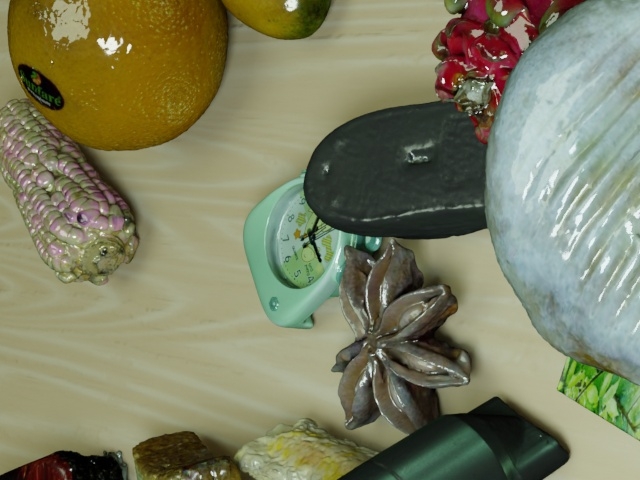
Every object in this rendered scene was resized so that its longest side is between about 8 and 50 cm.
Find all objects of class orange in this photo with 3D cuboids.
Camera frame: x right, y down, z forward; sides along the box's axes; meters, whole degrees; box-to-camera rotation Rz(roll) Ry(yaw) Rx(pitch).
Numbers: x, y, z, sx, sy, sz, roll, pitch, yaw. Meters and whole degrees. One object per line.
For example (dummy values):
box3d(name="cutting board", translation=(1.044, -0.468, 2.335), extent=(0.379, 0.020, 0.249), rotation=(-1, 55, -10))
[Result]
box3d(name="orange", translation=(-0.236, -0.242, 1.984), extent=(0.274, 0.274, 0.274), rotation=(-10, 76, 46))

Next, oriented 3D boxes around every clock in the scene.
box3d(name="clock", translation=(-0.001, 0.000, 1.835), extent=(0.188, 0.060, 0.148), rotation=(-37, 57, 37))

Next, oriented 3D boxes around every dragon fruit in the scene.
box3d(name="dragon fruit", translation=(0.233, -0.196, 1.503), extent=(0.273, 0.218, 0.198), rotation=(-33, 19, 35))

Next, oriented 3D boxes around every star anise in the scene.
box3d(name="star anise", translation=(0.083, 0.106, 1.706), extent=(0.197, 0.073, 0.212), rotation=(21, 108, 47))

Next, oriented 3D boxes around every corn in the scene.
box3d(name="corn", translation=(-0.343, -0.071, 2.178), extent=(0.335, 0.126, 0.127), rotation=(51, 120, 41))

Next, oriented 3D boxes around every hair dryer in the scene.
box3d(name="hair dryer", translation=(0.133, 0.316, 1.597), extent=(0.116, 0.244, 0.302), rotation=(20, 132, 56))

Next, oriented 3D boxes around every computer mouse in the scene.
box3d(name="computer mouse", translation=(0.111, -0.069, 1.705), extent=(0.269, 0.086, 0.138), rotation=(-8, 70, 34))

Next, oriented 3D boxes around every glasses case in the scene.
box3d(name="glasses case", translation=(0.328, 0.144, 1.451), extent=(0.272, 0.062, 0.095), rotation=(32, 113, 46))

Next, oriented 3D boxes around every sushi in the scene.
box3d(name="sushi", translation=(-0.336, 0.341, 2.104), extent=(0.225, 0.126, 0.136), rotation=(-24, 65, 36))

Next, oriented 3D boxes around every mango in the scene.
box3d(name="mango", translation=(-0.063, -0.326, 1.914), extent=(0.151, 0.120, 0.221), rotation=(-19, 78, 35))

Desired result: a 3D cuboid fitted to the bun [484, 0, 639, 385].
box3d(name="bun", translation=(0.308, -0.038, 1.358), extent=(0.362, 0.211, 0.362), rotation=(0, 90, 11))

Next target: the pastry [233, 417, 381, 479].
box3d(name="pastry", translation=(0.024, 0.253, 1.720), extent=(0.258, 0.121, 0.089), rotation=(10, 115, 45))

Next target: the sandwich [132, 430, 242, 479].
box3d(name="sandwich", translation=(-0.125, 0.345, 1.845), extent=(0.288, 0.099, 0.254), rotation=(-171, 62, -75))
